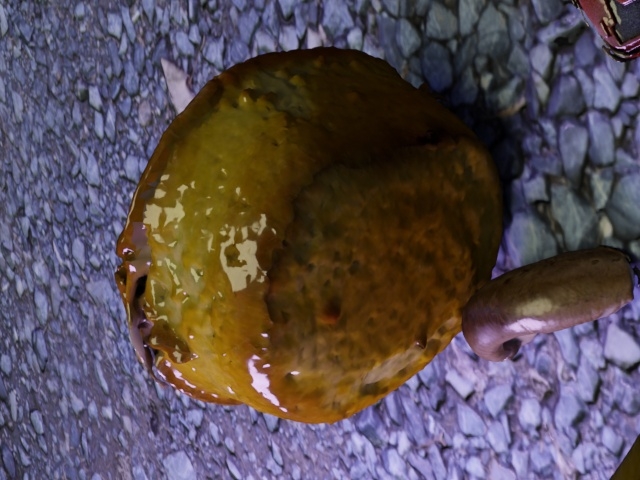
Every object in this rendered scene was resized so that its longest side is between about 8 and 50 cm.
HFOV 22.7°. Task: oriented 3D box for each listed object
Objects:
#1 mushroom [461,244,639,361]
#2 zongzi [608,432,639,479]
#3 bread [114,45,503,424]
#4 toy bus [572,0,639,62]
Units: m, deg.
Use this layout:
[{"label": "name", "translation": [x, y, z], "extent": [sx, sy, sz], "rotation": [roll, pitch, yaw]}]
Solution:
[{"label": "mushroom", "translation": [0.191, 0.057, 1.426], "extent": [0.210, 0.094, 0.072], "rotation": [-36, 75, 60]}, {"label": "zongzi", "translation": [0.355, 0.264, 1.240], "extent": [0.300, 0.145, 0.274], "rotation": [40, 130, 19]}, {"label": "bread", "translation": [-0.002, 0.002, 1.449], "extent": [0.204, 0.358, 0.336], "rotation": [23, 123, 46]}, {"label": "toy bus", "translation": [0.270, -0.201, 1.082], "extent": [0.235, 0.073, 0.096], "rotation": [-29, 84, 50]}]
